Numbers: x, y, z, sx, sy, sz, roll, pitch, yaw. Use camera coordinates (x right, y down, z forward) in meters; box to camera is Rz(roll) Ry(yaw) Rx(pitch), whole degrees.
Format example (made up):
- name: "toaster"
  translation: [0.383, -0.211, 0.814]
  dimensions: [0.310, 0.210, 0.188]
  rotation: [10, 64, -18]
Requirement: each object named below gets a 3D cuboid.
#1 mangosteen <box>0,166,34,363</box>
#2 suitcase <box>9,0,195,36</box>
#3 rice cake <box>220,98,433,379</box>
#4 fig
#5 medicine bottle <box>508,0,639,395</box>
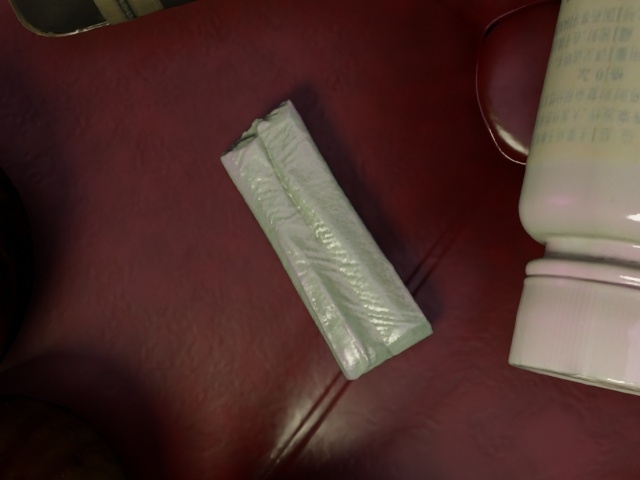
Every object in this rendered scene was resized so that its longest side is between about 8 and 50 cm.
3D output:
- name: "mangosteen"
  translation: [-0.345, 0.033, 1.043]
  dimensions: [0.261, 0.235, 0.235]
  rotation: [-35, 81, 43]
- name: "suitcase"
  translation: [-0.077, -0.314, 1.010]
  dimensions: [0.434, 0.283, 0.194]
  rotation: [-14, 62, 2]
- name: "rice cake"
  translation: [0.000, -0.001, 1.090]
  dimensions: [0.080, 0.042, 0.221]
  rotation: [-32, 84, 4]
- name: "fig"
  translation: [-0.236, 0.218, 0.941]
  dimensions: [0.217, 0.321, 0.217]
  rotation: [0, 85, -2]
- name: "medicine bottle"
  translation: [0.263, -0.075, 0.997]
  dimensions: [0.213, 0.213, 0.378]
  rotation: [12, 85, 5]
